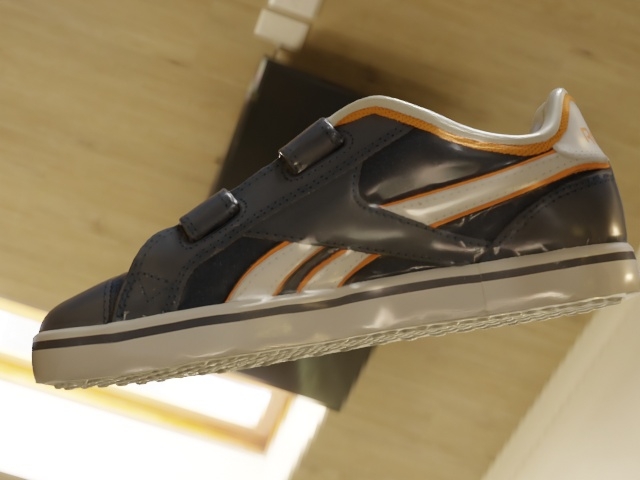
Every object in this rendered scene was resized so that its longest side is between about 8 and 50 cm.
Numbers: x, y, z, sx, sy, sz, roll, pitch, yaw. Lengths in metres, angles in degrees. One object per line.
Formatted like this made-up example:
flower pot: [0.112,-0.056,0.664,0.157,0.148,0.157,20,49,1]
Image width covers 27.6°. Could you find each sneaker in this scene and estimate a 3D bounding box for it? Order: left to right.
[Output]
sneaker: [0.000,0.000,0.698,0.126,0.321,0.127,92,-13,-82]
